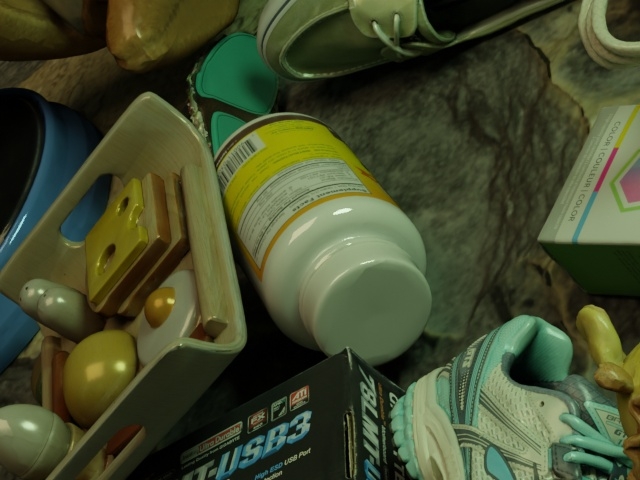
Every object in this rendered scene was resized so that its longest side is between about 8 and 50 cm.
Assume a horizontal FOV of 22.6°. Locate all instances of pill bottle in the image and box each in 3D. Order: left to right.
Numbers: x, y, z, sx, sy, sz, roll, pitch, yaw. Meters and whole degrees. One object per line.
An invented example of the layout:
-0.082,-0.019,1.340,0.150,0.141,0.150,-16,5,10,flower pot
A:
0.000,0.000,1.131,0.117,0.117,0.215,-44,34,6,pill bottle

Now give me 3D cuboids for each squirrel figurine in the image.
-0.234,-0.271,1.521,0.370,0.281,0.397,-22,8,39,squirrel figurine

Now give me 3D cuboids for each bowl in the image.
-0.373,0.012,1.571,0.391,0.077,0.391,-29,37,25,bowl

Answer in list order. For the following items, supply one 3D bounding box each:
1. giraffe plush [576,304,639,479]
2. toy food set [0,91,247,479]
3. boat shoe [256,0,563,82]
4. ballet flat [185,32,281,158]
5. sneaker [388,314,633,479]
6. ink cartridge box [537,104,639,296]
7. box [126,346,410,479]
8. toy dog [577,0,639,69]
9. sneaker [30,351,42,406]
0.207,0.085,0.766,0.181,0.170,0.210,0,56,48,giraffe plush
-0.164,0.052,1.122,0.219,0.092,0.306,-49,31,23,toy food set
0.076,-0.194,1.259,0.302,0.109,0.094,-24,42,26,boat shoe
-0.082,-0.084,1.348,0.077,0.091,0.241,-57,20,36,ballet flat
0.123,0.136,0.849,0.122,0.110,0.283,-48,33,15,sneaker
0.241,-0.024,0.938,0.209,0.062,0.109,2,56,48,ink cartridge box
-0.073,0.249,0.998,0.296,0.073,0.293,-30,36,25,box
0.298,-0.200,1.002,0.220,0.161,0.333,-5,56,28,toy dog
-0.150,0.087,1.254,0.192,0.064,0.086,-35,30,12,sneaker
